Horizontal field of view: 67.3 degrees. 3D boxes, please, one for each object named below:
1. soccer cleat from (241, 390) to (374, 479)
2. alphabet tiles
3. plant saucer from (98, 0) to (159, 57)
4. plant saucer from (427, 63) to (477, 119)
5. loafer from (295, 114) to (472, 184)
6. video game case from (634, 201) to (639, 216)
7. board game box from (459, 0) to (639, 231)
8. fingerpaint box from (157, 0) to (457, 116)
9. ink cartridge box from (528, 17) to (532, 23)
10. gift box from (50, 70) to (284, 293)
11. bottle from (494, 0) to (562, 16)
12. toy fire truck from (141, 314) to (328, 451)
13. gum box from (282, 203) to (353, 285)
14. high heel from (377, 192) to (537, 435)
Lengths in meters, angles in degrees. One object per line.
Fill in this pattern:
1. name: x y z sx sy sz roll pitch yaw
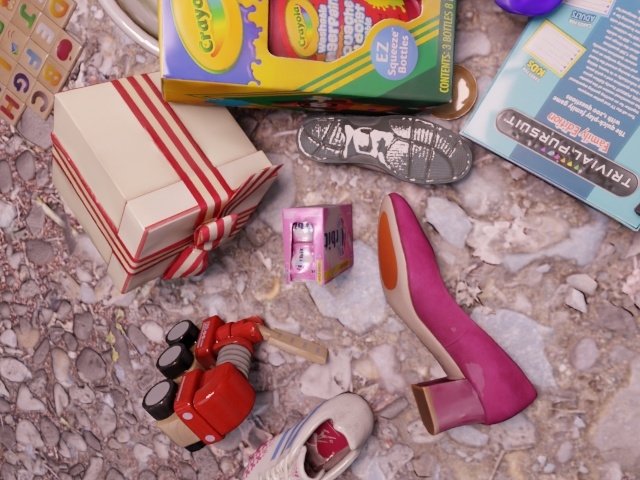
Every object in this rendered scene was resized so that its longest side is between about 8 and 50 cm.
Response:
1. soccer cleat: -0.046 0.383 0.818 0.116 0.143 0.331 45 106 7
2. alphabet tiles: -0.632 -0.414 0.967 0.342 0.011 0.285 40 105 8
3. plant saucer: -0.153 -0.448 0.734 0.400 0.100 0.400 -1 95 -10
4. plant saucer: 0.198 -0.227 0.741 0.083 0.015 0.083 2 96 17
5. loafer: 0.099 -0.147 0.751 0.267 0.084 0.096 12 100 11
6. video game case: 0.544 -0.039 0.591 0.274 0.026 0.196 32 105 -19
7. board game box: 0.378 -0.222 0.607 0.254 0.079 0.336 33 108 10
8. fingerpaint box: -0.017 -0.402 0.616 0.371 0.163 0.445 0 96 -17
9. ink cartridge box: 0.404 -0.288 0.657 0.224 0.045 0.223 0 97 16
10. gift box: -0.220 -0.093 0.740 0.258 0.276 0.255 55 147 7
11. bottle: 0.227 -0.400 0.603 0.092 0.283 0.118 2 142 -17
12. toy fire truck: -0.128 0.214 0.798 0.246 0.217 0.158 -25 118 12
13. gum box: 0.000 0.000 0.736 0.062 0.188 0.107 0 96 17
14. high heel: 0.206 0.098 0.754 0.181 0.127 0.377 -12 89 -11
